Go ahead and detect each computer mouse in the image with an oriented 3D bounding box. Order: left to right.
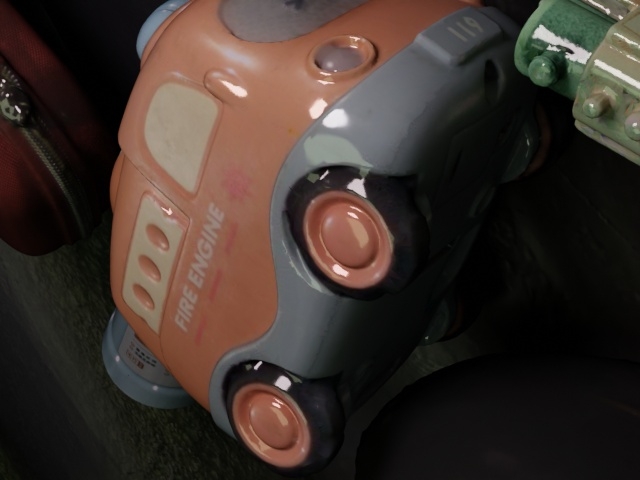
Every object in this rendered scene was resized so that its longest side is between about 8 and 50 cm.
[{"bbox_3d":[0.163,0.139,0.753,0.323,0.183,0.116,14,123,32],"label":"computer mouse"}]

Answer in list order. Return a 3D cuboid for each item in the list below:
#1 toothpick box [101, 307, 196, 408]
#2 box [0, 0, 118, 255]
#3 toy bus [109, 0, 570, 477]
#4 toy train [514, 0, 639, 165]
[{"bbox_3d":[-0.100,0.048,1.030,0.101,0.101,0.153,44,144,12],"label":"toothpick box"},{"bbox_3d":[-0.304,-0.160,1.026,0.404,0.108,0.263,48,166,10],"label":"box"},{"bbox_3d":[-0.013,-0.030,0.788,0.232,0.194,0.288,35,130,20],"label":"toy bus"},{"bbox_3d":[0.178,-0.069,0.641,0.194,0.125,0.081,33,134,24],"label":"toy train"}]
